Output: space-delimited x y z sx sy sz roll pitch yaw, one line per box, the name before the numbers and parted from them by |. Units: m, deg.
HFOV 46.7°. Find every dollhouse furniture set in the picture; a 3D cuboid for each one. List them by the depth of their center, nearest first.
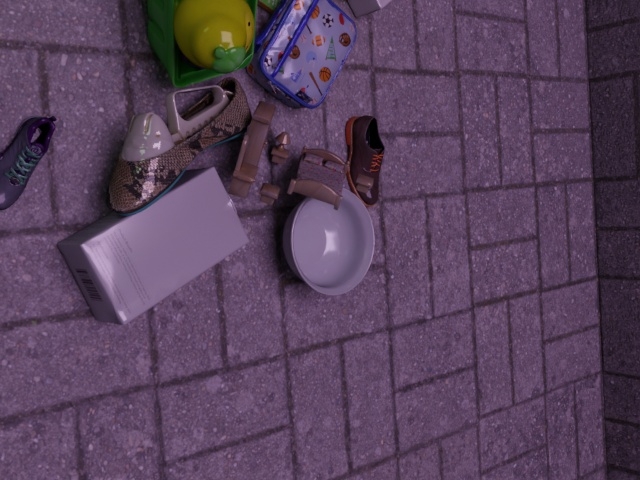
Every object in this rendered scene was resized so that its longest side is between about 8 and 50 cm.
dollhouse furniture set | -0.020 -0.197 1.873 0.355 0.303 0.174 18 120 -4

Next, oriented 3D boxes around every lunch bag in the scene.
lunch bag | -0.054 -0.515 1.998 0.243 0.115 0.303 34 79 -35

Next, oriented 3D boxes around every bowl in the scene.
bowl | 0.000 0.000 2.054 0.298 0.134 0.298 -1 91 -38

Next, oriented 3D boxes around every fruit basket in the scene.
fruit basket | -0.233 -0.509 1.655 0.283 0.392 0.392 -29 108 -35

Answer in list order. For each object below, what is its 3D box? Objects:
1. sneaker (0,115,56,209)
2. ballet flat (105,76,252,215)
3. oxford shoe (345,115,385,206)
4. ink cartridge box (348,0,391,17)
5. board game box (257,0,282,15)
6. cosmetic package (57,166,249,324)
sneaker | -0.632 -0.170 1.564 0.083 0.098 0.224 31 72 -35
ballet flat | -0.339 -0.252 1.727 0.483 0.164 0.182 -45 138 -41
oxford shoe | 0.139 -0.232 2.186 0.097 0.098 0.271 -16 100 -38
ink cartridge box | 0.177 -0.829 2.198 0.283 0.117 0.207 -46 117 -29
board game box | -0.109 -0.673 2.023 0.259 0.039 0.124 27 75 -39
cosmetic package | -0.381 0.004 1.736 0.385 0.156 0.217 -35 112 -35
